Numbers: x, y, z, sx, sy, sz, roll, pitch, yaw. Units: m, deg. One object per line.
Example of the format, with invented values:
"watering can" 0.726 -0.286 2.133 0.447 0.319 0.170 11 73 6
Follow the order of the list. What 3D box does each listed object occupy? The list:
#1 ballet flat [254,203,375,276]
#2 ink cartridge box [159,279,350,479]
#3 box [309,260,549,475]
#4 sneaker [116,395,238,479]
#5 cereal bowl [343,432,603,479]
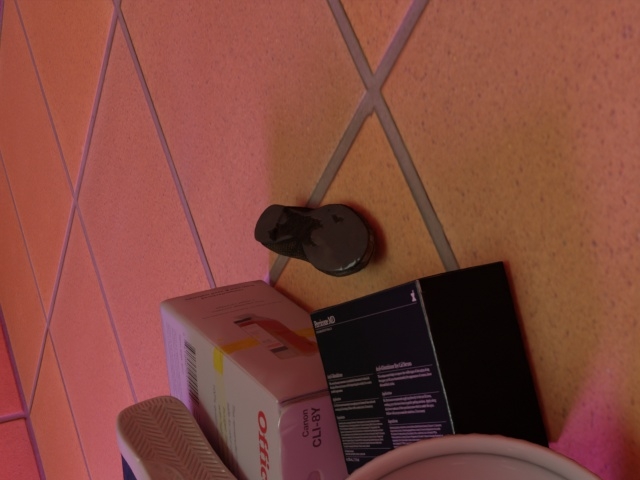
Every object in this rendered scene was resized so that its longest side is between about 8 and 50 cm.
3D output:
"ballet flat" 0.000 0.000 1.381 0.250 0.058 0.084 10 73 59
"ink cartridge box" -0.056 0.243 1.461 0.385 0.160 0.279 30 127 59
"box" 0.099 0.135 1.153 0.261 0.103 0.184 -23 81 66
"sneaker" -0.150 0.344 1.379 0.350 0.131 0.148 -123 24 -50
"cereal bowl" 0.126 0.332 0.950 0.141 0.339 0.339 66 -172 -78
